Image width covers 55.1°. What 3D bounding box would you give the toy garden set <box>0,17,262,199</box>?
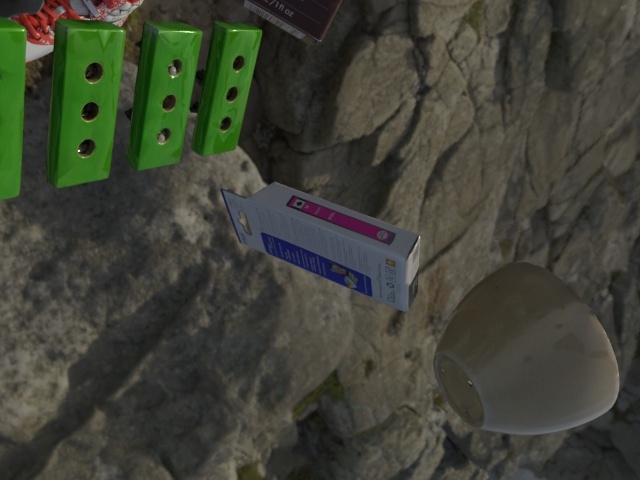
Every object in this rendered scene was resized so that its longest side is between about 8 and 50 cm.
[{"bbox_3d":[-0.137,-0.145,0.414,0.244,0.049,0.204,-24,139,-51],"label":"toy garden set"}]

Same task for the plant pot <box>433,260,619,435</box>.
[{"bbox_3d":[0.298,0.200,0.994,0.191,0.284,0.284,-25,137,-19],"label":"plant pot"}]

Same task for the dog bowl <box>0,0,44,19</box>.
[{"bbox_3d":[-0.491,-0.344,0.679,0.348,0.102,0.349,-32,147,-25],"label":"dog bowl"}]

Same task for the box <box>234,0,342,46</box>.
[{"bbox_3d":[0.002,-0.573,1.117,0.191,0.143,0.381,26,98,-15],"label":"box"}]

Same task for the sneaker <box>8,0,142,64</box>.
[{"bbox_3d":[-0.383,-0.346,0.911,0.270,0.145,0.090,-42,106,-48],"label":"sneaker"}]

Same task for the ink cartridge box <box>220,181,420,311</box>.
[{"bbox_3d":[0.000,0.000,1.114,0.069,0.371,0.176,-59,157,-29],"label":"ink cartridge box"}]
